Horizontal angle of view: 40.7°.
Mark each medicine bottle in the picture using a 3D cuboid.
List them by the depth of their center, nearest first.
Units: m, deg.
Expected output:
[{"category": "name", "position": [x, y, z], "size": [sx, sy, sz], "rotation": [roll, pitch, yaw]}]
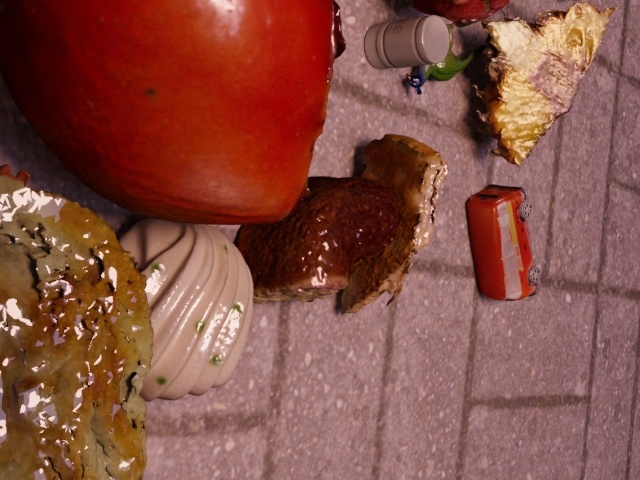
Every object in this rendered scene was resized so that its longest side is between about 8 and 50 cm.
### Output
[{"category": "medicine bottle", "position": [0.105, -0.242, 1.059], "size": [0.058, 0.091, 0.058], "rotation": [-5, 97, -46]}]

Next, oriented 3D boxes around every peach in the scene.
[{"category": "peach", "position": [-0.111, -0.162, 0.708], "size": [0.281, 0.281, 0.338], "rotation": [-54, 124, -30]}]

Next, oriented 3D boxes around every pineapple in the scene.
[{"category": "pineapple", "position": [0.268, -0.246, 1.218], "size": [0.164, 0.140, 0.250], "rotation": [21, 100, -15]}]

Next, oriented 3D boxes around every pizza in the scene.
[{"category": "pizza", "position": [0.091, -0.017, 1.018], "size": [0.069, 0.147, 0.226], "rotation": [10, 85, -34]}]

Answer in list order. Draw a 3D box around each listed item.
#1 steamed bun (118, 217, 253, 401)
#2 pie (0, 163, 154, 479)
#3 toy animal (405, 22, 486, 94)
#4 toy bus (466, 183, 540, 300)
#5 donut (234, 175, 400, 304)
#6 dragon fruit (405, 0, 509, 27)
[{"category": "steamed bun", "position": [-0.132, 0.069, 0.820], "size": [0.182, 0.106, 0.183], "rotation": [-5, 97, -45]}, {"category": "pie", "position": [-0.320, 0.120, 0.575], "size": [0.418, 0.180, 0.395], "rotation": [-6, 98, -39]}, {"category": "toy animal", "position": [0.181, -0.264, 1.178], "size": [0.217, 0.041, 0.075], "rotation": [-34, 118, -44]}, {"category": "toy bus", "position": [0.265, 0.010, 1.262], "size": [0.077, 0.079, 0.174], "rotation": [-22, 110, -35]}, {"category": "donut", "position": [-0.007, -0.003, 0.941], "size": [0.186, 0.126, 0.144], "rotation": [-5, 90, -46]}, {"category": "dragon fruit", "position": [0.165, -0.392, 1.036], "size": [0.200, 0.198, 0.269], "rotation": [-79, 165, -84]}]
